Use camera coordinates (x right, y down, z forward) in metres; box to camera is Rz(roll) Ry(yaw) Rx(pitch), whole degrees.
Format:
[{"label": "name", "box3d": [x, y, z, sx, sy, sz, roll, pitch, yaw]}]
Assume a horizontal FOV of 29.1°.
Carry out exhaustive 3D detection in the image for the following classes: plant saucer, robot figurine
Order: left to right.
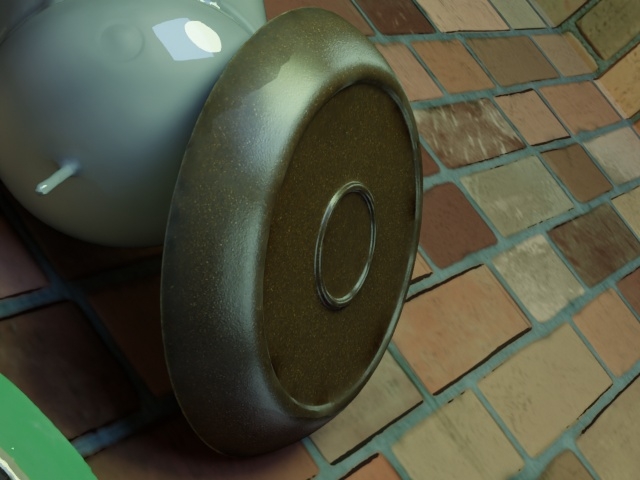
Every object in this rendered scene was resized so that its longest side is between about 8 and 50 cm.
[{"label": "robot figurine", "box3d": [-0.134, -0.136, 0.873, 0.300, 0.199, 0.353, 6, 43, -15]}, {"label": "plant saucer", "box3d": [0.000, 0.000, 0.835, 0.050, 0.310, 0.310, 10, 21, 27]}]

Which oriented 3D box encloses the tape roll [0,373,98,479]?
[{"label": "tape roll", "box3d": [-0.216, 0.168, 0.518, 0.321, 0.077, 0.321, 34, 32, -24]}]
